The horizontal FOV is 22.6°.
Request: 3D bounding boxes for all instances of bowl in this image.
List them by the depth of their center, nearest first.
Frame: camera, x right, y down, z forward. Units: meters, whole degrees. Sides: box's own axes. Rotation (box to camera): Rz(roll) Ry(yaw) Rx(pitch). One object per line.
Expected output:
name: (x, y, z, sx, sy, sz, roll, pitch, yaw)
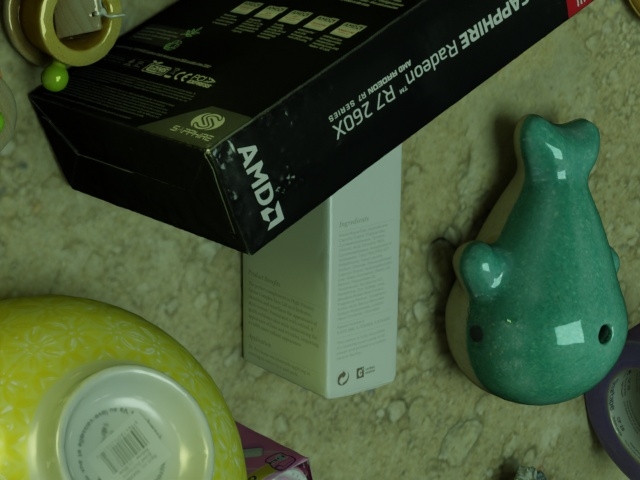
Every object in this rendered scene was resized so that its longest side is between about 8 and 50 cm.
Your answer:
bowl: (-0.157, 0.160, 1.104, 0.289, 0.156, 0.289, 13, 65, -29)

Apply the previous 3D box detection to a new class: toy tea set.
toy tea set: (-0.179, -0.211, 1.077, 0.200, 0.124, 0.336, 8, 98, -42)

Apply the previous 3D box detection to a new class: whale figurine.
whale figurine: (0.220, 0.022, 1.488, 0.216, 0.141, 0.272, 3, 101, -41)

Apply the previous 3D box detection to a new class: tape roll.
tape roll: (0.365, 0.170, 1.628, 0.080, 0.189, 0.189, -29, 120, -32)

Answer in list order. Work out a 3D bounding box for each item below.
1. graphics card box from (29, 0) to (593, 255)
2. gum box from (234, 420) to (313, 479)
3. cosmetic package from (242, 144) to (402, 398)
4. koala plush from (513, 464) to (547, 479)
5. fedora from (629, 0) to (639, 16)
graphics card box: (-0.001, -0.145, 1.182, 0.371, 0.233, 0.094, -37, 125, -28)
gum box: (-0.109, 0.222, 1.283, 0.188, 0.107, 0.062, -25, 119, -33)
cosmetic package: (0.000, 0.000, 1.307, 0.085, 0.117, 0.231, -12, 112, -39)
koala plush: (0.242, 0.347, 1.591, 0.196, 0.203, 0.221, 30, 56, -24)
fedora: (0.372, -0.298, 1.565, 0.194, 0.079, 0.194, -13, 111, -38)
